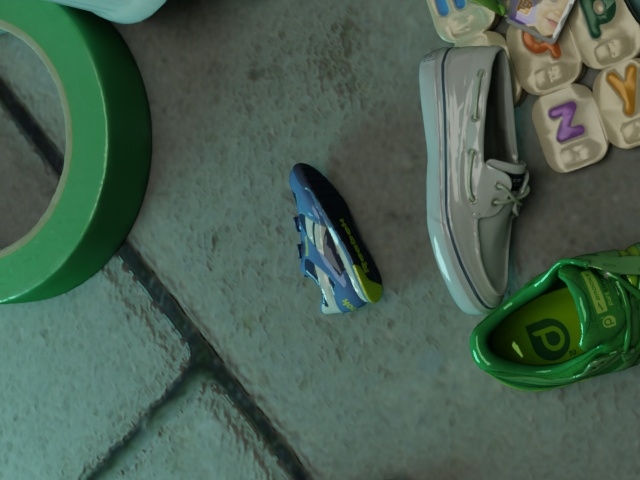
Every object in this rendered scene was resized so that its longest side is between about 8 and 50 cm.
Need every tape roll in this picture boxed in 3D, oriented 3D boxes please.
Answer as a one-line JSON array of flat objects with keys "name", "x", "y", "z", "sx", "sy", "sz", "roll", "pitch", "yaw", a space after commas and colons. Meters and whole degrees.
[{"name": "tape roll", "x": -0.319, "y": -0.097, "z": 1.647, "sx": 0.321, "sy": 0.077, "sz": 0.321, "roll": 1, "pitch": 92, "yaw": 27}]

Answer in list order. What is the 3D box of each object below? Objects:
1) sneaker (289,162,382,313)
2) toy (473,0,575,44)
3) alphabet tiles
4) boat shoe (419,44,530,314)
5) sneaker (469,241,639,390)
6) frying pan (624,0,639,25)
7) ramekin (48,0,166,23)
[{"name": "sneaker", "x": 0.000, "y": 0.000, "z": 1.496, "sx": 0.059, "sy": 0.053, "sz": 0.144, "roll": -30, "pitch": 76, "yaw": 27}, {"name": "toy", "x": 0.179, "y": -0.295, "z": 1.368, "sx": 0.137, "sy": 0.056, "sz": 0.237, "roll": 30, "pitch": 105, "yaw": 21}, {"name": "alphabet tiles", "x": 0.227, "y": -0.210, "z": 1.391, "sx": 0.284, "sy": 0.021, "sz": 0.278, "roll": -21, "pitch": 83, "yaw": 26}, {"name": "boat shoe", "x": 0.134, "y": -0.051, "z": 1.393, "sx": 0.076, "sy": 0.083, "sz": 0.226, "roll": -8, "pitch": 95, "yaw": 34}, {"name": "sneaker", "x": 0.250, "y": 0.052, "z": 1.325, "sx": 0.295, "sy": 0.123, "sz": 0.109, "roll": -27, "pitch": 78, "yaw": 24}, {"name": "frying pan", "x": 0.343, "y": -0.272, "z": 1.260, "sx": 0.197, "sy": 0.053, "sz": 0.326, "roll": 37, "pitch": 122, "yaw": 12}, {"name": "ramekin", "x": -0.214, "y": -0.337, "z": 1.492, "sx": 0.277, "sy": 0.135, "sz": 0.277, "roll": -8, "pitch": 80, "yaw": 57}]
